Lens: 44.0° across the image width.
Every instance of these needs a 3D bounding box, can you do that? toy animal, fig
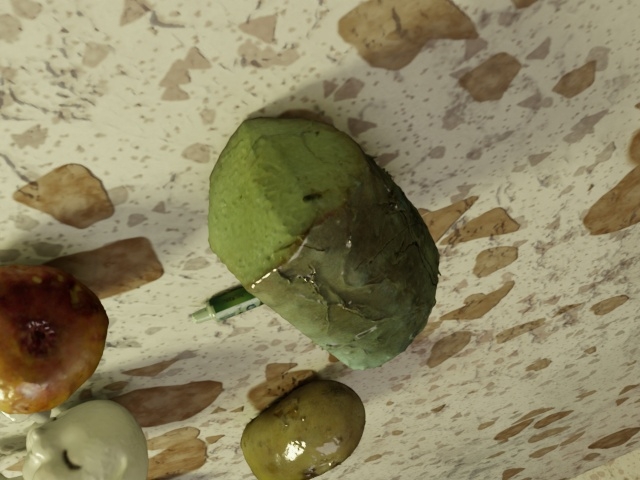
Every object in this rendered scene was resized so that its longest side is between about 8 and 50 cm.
[{"bbox_3d":[-0.355,0.344,1.132,0.206,0.271,0.265,31,100,-37],"label":"toy animal"},{"bbox_3d":[-0.341,0.119,0.887,0.159,0.159,0.257,6,161,-36],"label":"fig"}]

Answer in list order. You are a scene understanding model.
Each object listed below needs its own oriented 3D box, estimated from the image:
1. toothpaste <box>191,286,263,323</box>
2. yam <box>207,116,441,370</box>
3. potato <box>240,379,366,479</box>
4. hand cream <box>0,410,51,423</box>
[{"bbox_3d":[-0.071,0.066,1.035,0.204,0.031,0.049,-21,150,-2],"label":"toothpaste"},{"bbox_3d":[0.004,-0.002,0.836,0.201,0.202,0.271,-50,141,5],"label":"yam"},{"bbox_3d":[-0.032,0.331,1.346,0.165,0.165,0.262,5,145,-36],"label":"potato"},{"bbox_3d":[-0.440,0.187,0.975,0.084,0.050,0.257,-14,152,34],"label":"hand cream"}]
